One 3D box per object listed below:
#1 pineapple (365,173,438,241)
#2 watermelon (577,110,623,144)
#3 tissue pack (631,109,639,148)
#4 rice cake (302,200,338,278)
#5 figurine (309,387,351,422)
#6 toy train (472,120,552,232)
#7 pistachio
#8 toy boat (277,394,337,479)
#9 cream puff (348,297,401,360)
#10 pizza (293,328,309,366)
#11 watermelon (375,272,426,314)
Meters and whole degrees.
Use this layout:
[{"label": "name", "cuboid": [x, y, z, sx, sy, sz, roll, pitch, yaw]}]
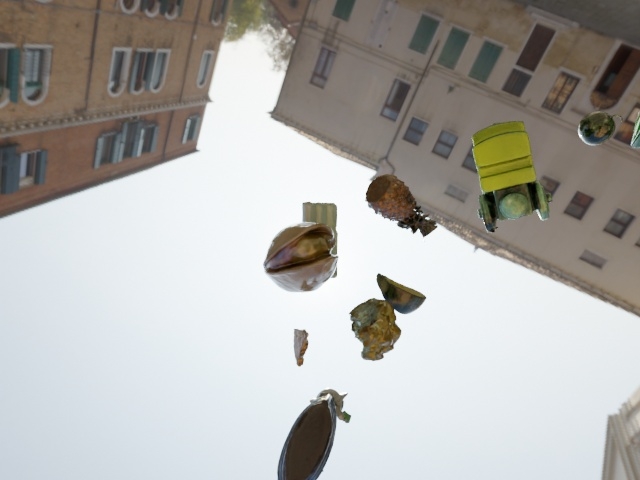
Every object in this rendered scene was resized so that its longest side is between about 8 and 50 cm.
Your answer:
[{"label": "pineapple", "cuboid": [0.330, -0.111, 1.832, 0.340, 0.169, 0.169, 35, -163, -30]}, {"label": "watermelon", "cuboid": [0.819, -0.337, 1.396, 0.108, 0.109, 0.109, 18, -154, -9]}, {"label": "tissue pack", "cuboid": [0.741, -0.253, 0.951, 0.147, 0.156, 0.209, 13, 165, 21]}, {"label": "rice cake", "cuboid": [0.000, 0.000, 1.449, 0.127, 0.237, 0.043, 1, -176, -25]}, {"label": "figurine", "cuboid": [0.025, 0.574, 1.633, 0.147, 0.126, 0.192, -7, -175, 14]}, {"label": "toy train", "cuboid": [0.512, -0.190, 1.300, 0.179, 0.273, 0.442, -12, -172, 23]}, {"label": "pistachio", "cuboid": [-0.038, 0.032, 0.880, 0.143, 0.144, 0.215, 18, 163, -7]}, {"label": "toy boat", "cuboid": [-0.035, 0.575, 1.315, 0.129, 0.142, 0.309, 21, -118, 11]}, {"label": "cream puff", "cuboid": [0.142, 0.230, 1.210, 0.121, 0.156, 0.156, -20, -143, -8]}, {"label": "pizza", "cuboid": [-0.035, 0.215, 0.984, 0.025, 0.078, 0.083, 8, -123, -22]}, {"label": "watermelon", "cuboid": [0.234, 0.168, 1.357, 0.181, 0.075, 0.092, 24, -169, -35]}]
